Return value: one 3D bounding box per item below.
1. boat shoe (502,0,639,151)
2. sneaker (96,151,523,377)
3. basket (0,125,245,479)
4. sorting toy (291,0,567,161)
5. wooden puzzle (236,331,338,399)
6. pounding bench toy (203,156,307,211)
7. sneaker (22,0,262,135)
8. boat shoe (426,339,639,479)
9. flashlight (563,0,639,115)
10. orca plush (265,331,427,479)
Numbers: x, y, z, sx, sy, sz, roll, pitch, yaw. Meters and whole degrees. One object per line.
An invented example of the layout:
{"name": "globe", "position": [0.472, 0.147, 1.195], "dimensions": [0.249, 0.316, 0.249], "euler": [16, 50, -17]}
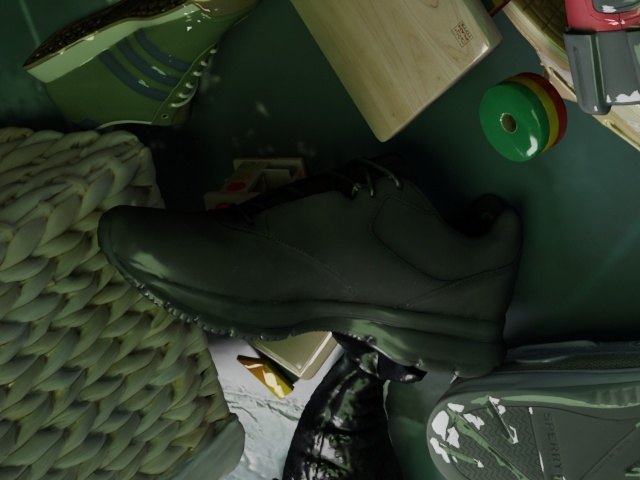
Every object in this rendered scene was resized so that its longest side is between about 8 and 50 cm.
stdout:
{"name": "boat shoe", "position": [0.159, -0.106, 0.882], "dimensions": [0.170, 0.063, 0.059], "euler": [42, 151, 1]}
{"name": "sneaker", "position": [0.000, 0.000, 0.946], "dimensions": [0.286, 0.109, 0.130], "euler": [10, 105, -24]}
{"name": "basket", "position": [-0.289, 0.102, 0.998], "dimensions": [0.328, 0.331, 0.266], "euler": [5, 121, 35]}
{"name": "sorting toy", "position": [0.042, -0.155, 0.883], "dimensions": [0.274, 0.046, 0.132], "euler": [58, 146, 5]}
{"name": "wooden puzzle", "position": [-0.023, 0.064, 1.091], "dimensions": [0.078, 0.014, 0.116], "euler": [37, 127, -7]}
{"name": "pounding bench toy", "position": [-0.028, -0.019, 1.008], "dimensions": [0.083, 0.065, 0.052], "euler": [2, 120, 21]}
{"name": "sneaker", "position": [-0.101, -0.120, 0.984], "dimensions": [0.192, 0.064, 0.086], "euler": [-17, 119, 30]}
{"name": "boat shoe", "position": [0.233, 0.111, 0.970], "dimensions": [0.320, 0.103, 0.118], "euler": [-4, 115, 20]}
{"name": "flashlight", "position": [0.159, -0.222, 0.766], "dimensions": [0.103, 0.103, 0.304], "euler": [-13, 103, -11]}
{"name": "orca plush", "position": [0.026, 0.204, 1.093], "dimensions": [0.151, 0.102, 0.287], "euler": [22, 126, 4]}
